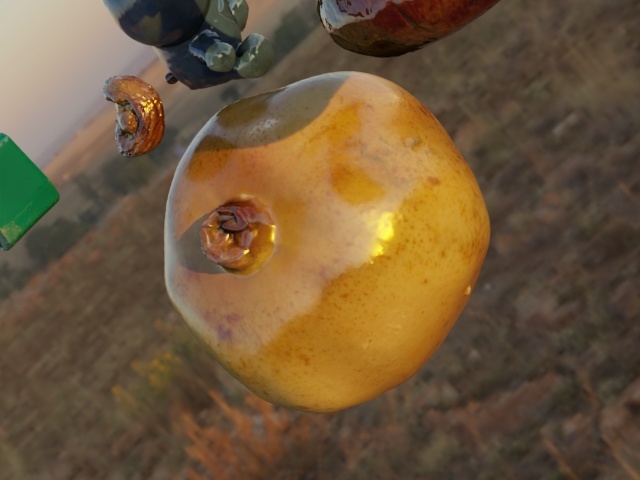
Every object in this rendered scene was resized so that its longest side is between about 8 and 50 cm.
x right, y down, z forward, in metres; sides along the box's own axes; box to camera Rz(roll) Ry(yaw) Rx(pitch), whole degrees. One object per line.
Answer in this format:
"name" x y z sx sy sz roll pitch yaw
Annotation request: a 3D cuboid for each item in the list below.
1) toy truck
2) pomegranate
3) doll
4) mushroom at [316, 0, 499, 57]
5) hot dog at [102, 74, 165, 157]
"toy truck" -0.367 -0.043 1.370 0.253 0.124 0.114 10 44 33
"pomegranate" 0.000 0.000 1.722 0.417 0.416 0.416 -42 10 9
"doll" -0.188 -0.312 1.856 0.154 0.258 0.228 -30 43 7
"mushroom" 0.090 -0.284 1.286 0.267 0.255 0.267 -164 90 -70
"hot dog" -0.218 -0.150 1.685 0.065 0.099 0.147 -16 12 -8
